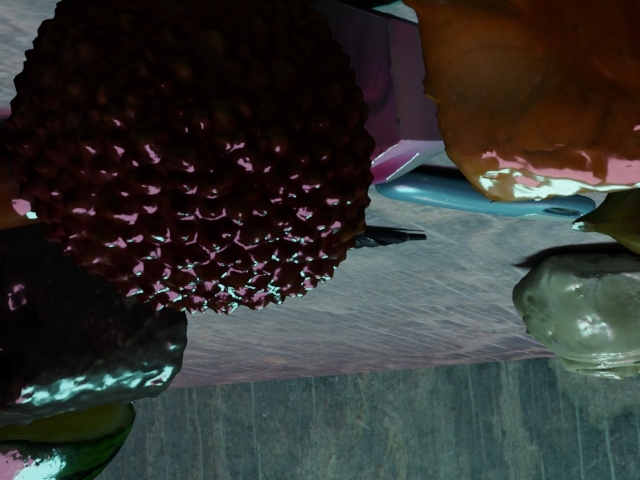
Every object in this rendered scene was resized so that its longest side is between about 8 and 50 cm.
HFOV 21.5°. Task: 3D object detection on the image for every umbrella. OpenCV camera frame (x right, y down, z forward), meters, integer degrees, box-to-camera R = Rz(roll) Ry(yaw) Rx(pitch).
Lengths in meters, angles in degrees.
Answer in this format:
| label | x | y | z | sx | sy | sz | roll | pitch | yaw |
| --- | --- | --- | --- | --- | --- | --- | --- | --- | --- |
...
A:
| label | x | y | z | sx | sy | sz | roll | pitch | yaw |
| --- | --- | --- | --- | --- | --- | --- | --- | --- | --- |
| umbrella | 0.003 | 0.002 | 1.622 | 0.269 | 0.044 | 0.044 | 1 | -163 | -34 |

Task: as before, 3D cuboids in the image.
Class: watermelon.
| label | x | y | z | sx | sy | sz | roll | pitch | yaw |
| --- | --- | --- | --- | --- | --- | --- | --- | --- | --- |
| watermelon | -0.299 | 0.177 | 1.533 | 0.301 | 0.129 | 0.123 | 7 | 135 | -29 |

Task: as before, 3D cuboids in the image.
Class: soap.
| label | x | y | z | sx | sy | sz | roll | pitch | yaw |
| --- | --- | --- | --- | --- | --- | --- | --- | --- | --- |
| soap | 0.004 | -0.079 | 0.922 | 0.149 | 0.100 | 0.056 | -9 | 169 | 34 |

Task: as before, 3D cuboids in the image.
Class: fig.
| label | x | y | z | sx | sy | sz | roll | pitch | yaw |
| --- | --- | --- | --- | --- | --- | --- | --- | --- | --- |
| fig | 0.278 | -0.026 | 1.345 | 0.155 | 0.103 | 0.109 | -15 | 145 | 18 |

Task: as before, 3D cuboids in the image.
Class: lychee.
| label | x | y | z | sx | sy | sz | roll | pitch | yaw |
| --- | --- | --- | --- | --- | --- | --- | --- | --- | --- |
| lychee | -0.057 | -0.048 | 0.817 | 0.188 | 0.188 | 0.188 | -3 | 171 | -1 |

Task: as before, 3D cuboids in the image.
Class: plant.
| label | x | y | z | sx | sy | sz | roll | pitch | yaw |
| --- | --- | --- | --- | --- | --- | --- | --- | --- | --- |
| plant | -0.259 | 0.059 | 1.406 | 0.276 | 0.188 | 0.199 | 0 | 168 | -23 |

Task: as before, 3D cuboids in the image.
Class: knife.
| label | x | y | z | sx | sy | sz | roll | pitch | yaw |
| --- | --- | --- | --- | --- | --- | --- | --- | --- | --- |
| knife | 0.142 | -0.040 | 1.437 | 0.222 | 0.031 | 0.064 | 7 | 171 | -32 |

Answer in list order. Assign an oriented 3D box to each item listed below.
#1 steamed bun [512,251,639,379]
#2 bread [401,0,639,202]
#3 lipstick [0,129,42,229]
| label | x | y | z | sx | sy | sz | roll | pitch | yaw |
| --- | --- | --- | --- | --- | --- | --- | --- | --- | --- |
| steamed bun | 0.336 | 0.090 | 1.952 | 0.211 | 0.144 | 0.218 | -2 | 171 | -14 |
| bread | 0.206 | -0.105 | 0.700 | 0.344 | 0.148 | 0.195 | -6 | -178 | 12 |
| lipstick | -0.343 | -0.019 | 1.251 | 0.418 | 0.077 | 0.077 | -11 | 168 | 32 |
